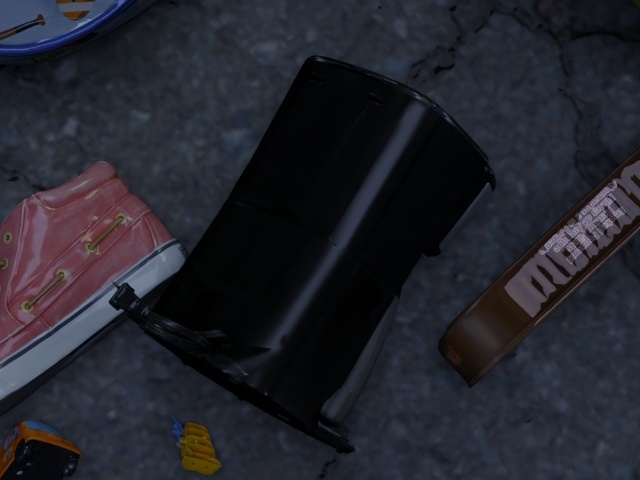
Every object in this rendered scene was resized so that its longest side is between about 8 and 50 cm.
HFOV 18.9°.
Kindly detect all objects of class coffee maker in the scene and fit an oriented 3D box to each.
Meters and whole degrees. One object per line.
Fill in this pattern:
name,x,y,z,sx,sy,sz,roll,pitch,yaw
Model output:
coffee maker,0.000,0.000,0.996,0.120,0.171,0.178,27,81,17

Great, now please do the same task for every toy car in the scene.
toy car,-0.121,0.122,1.053,0.122,0.060,0.040,6,39,-19

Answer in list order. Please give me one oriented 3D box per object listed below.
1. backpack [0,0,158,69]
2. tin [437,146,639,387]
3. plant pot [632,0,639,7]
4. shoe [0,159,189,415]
backpack,-0.147,-0.224,1.004,0.276,0.213,0.263,43,94,-1
tin,0.139,0.004,1.036,0.190,0.106,0.040,-42,80,-7
plant pot,0.332,-0.299,0.924,0.366,0.366,0.353,8,73,-2
shoe,-0.162,0.034,1.040,0.178,0.063,0.081,-37,85,-11
